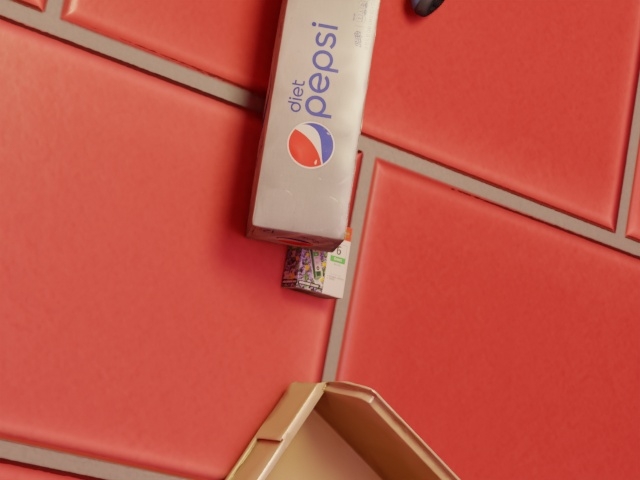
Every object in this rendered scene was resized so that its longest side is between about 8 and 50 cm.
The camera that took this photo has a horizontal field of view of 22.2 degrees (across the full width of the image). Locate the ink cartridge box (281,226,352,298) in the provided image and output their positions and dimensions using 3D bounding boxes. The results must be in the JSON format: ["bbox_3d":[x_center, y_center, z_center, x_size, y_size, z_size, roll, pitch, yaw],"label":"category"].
[{"bbox_3d":[0.000,0.000,1.714,0.063,0.029,0.115,16,78,-35],"label":"ink cartridge box"}]

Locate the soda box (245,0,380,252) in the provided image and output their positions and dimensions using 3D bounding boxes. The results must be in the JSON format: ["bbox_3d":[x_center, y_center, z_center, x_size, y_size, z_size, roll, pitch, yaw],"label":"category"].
[{"bbox_3d":[-0.007,-0.138,1.660,0.098,0.091,0.286,9,81,-6],"label":"soda box"}]

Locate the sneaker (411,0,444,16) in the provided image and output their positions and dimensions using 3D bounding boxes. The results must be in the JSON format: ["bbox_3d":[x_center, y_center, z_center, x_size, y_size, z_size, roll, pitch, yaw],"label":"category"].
[{"bbox_3d":[0.142,-0.347,1.830,0.082,0.069,0.209,30,76,3],"label":"sneaker"}]

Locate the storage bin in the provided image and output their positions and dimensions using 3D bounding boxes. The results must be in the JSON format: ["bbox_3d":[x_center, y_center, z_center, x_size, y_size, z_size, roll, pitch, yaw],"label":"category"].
[{"bbox_3d":[0.017,0.317,1.649,0.260,0.123,0.262,48,62,-25],"label":"storage bin"}]
